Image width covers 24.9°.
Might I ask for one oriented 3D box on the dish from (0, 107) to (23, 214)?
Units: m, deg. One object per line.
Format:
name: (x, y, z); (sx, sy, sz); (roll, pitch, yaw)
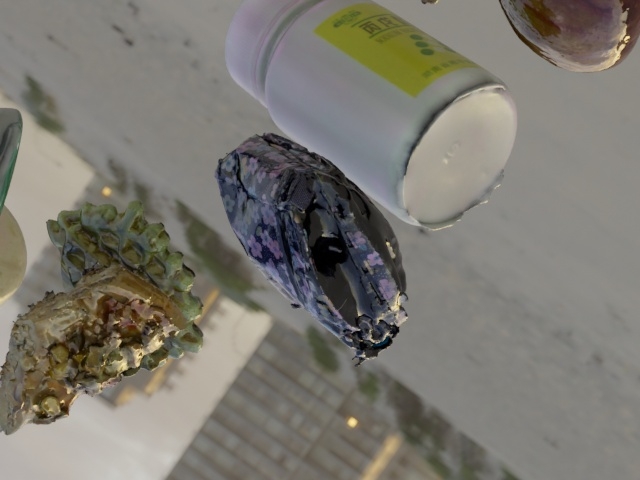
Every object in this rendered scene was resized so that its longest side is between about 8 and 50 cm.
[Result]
dish: (-0.290, -0.004, 1.044); (0.078, 0.246, 0.224); (22, 144, -21)

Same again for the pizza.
pizza: (-0.245, 0.115, 1.475); (0.069, 0.226, 0.147); (51, 167, 42)

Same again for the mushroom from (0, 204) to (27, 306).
mushroom: (-0.544, 0.023, 2.068); (0.246, 0.202, 0.246); (16, -133, -18)

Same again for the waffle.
waffle: (-0.235, 0.056, 1.752); (0.204, 0.054, 0.223); (-8, 111, 37)

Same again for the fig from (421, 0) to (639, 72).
fig: (0.220, -0.261, 1.378); (0.207, 0.175, 0.175); (24, -178, 2)

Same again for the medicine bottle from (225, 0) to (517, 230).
medicine bottle: (0.059, -0.190, 1.868); (0.378, 0.213, 0.213); (38, -176, 37)

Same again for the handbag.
handbag: (0.000, 0.000, 1.429); (0.208, 0.127, 0.229); (33, 156, 57)
